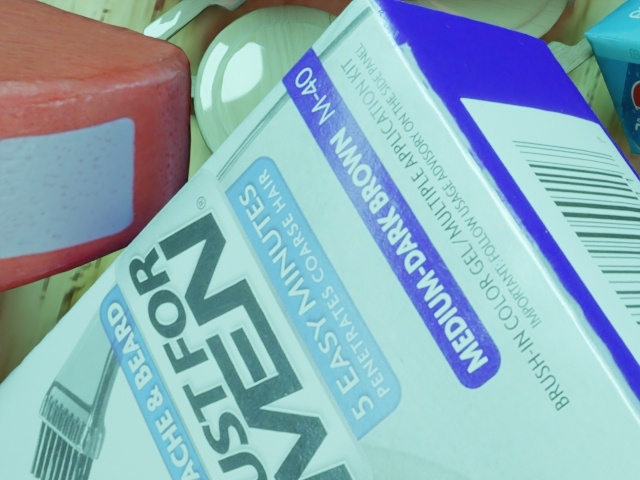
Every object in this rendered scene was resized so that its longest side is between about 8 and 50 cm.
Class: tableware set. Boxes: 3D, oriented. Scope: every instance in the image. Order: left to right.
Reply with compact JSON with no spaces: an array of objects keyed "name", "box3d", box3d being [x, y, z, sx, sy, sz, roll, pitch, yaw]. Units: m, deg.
[{"name":"tableware set","box3d":[0.027,-0.090,0.669,0.194,0.039,0.128,-37,87,-14]}]

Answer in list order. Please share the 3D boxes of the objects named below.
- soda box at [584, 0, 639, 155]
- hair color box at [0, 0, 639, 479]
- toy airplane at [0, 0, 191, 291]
[{"name":"soda box","box3d":[0.222,-0.118,0.674,0.210,0.071,0.067,-39,120,-19]},{"name":"hair color box","box3d":[-0.021,0.104,0.501,0.110,0.185,0.339,3,139,-50]},{"name":"toy airplane","box3d":[-0.283,-0.034,0.472,0.384,0.272,0.386,-38,117,11]}]
